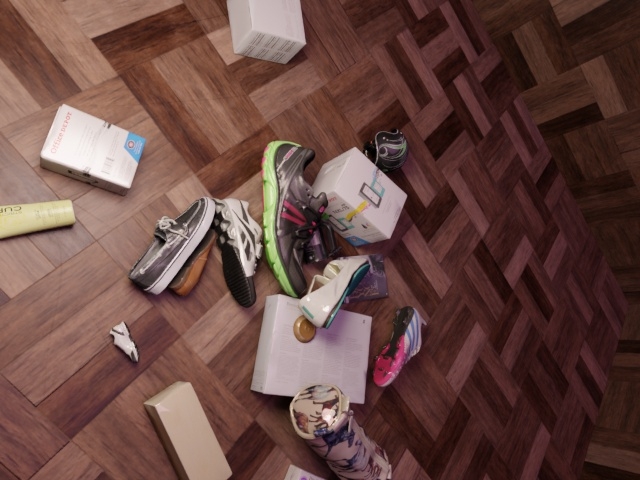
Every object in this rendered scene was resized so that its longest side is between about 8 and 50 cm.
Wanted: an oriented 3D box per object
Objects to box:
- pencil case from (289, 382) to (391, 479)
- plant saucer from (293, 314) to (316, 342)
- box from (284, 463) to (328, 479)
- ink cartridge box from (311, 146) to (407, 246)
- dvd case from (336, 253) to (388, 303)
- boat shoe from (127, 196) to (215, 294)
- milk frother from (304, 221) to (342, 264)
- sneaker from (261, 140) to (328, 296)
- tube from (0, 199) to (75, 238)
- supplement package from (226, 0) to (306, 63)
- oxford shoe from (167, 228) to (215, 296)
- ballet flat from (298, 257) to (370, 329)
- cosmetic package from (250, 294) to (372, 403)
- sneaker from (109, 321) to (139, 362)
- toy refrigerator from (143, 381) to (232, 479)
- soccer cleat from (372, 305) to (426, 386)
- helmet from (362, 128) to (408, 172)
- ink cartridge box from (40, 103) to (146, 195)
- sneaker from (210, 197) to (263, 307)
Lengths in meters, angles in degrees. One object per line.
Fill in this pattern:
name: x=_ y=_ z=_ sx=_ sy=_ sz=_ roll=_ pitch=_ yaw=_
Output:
pencil case: x=0.074 y=0.598 z=1.258 sx=0.411 sy=0.183 sz=0.160 roll=59 pitch=41 yaw=-32
plant saucer: x=-0.043 y=0.267 z=1.279 sx=0.083 sy=0.015 sz=0.084 roll=9 pitch=75 yaw=-34
box: x=0.030 y=0.785 z=1.311 sx=0.324 sy=0.063 sz=0.067 roll=38 pitch=62 yaw=-24
ink cartridge box: x=0.120 y=-0.144 z=1.481 sx=0.270 sy=0.198 sz=0.197 roll=38 pitch=62 yaw=-23
dvd case: x=0.157 y=0.137 z=1.562 sx=0.221 sy=0.018 sz=0.165 roll=-3 pitch=83 yaw=-36
boat shoe: x=-0.400 y=-0.010 z=1.137 sx=0.105 sy=0.113 sz=0.307 roll=46 pitch=67 yaw=-36
milk frother: x=0.000 y=0.000 z=1.442 sx=0.143 sy=0.129 sz=0.135 roll=-10 pitch=86 yaw=-79
sneaker: x=-0.073 y=-0.067 z=1.287 sx=0.201 sy=0.185 sz=0.484 roll=-3 pitch=89 yaw=-5
tube: x=-0.699 y=-0.045 z=0.966 sx=0.239 sy=0.062 sz=0.070 roll=-13 pitch=48 yaw=-32
supplement package: x=-0.181 y=-0.730 z=1.414 sx=0.202 sy=0.149 sz=0.195 roll=-4 pitch=83 yaw=-36
oxford shoe: x=-0.354 y=0.060 z=1.195 sx=0.213 sy=0.075 sz=0.076 roll=-64 pitch=146 yaw=-29
ballet flat: x=0.049 y=0.134 z=1.366 sx=0.139 sy=0.139 sz=0.400 roll=62 pitch=32 yaw=-9
cosmetic package: x=-0.014 y=0.350 z=1.347 sx=0.376 sy=0.097 sz=0.285 roll=19 pitch=71 yaw=-31
sneaker: x=-0.492 y=0.261 z=1.067 sx=0.043 sy=0.040 sz=0.109 roll=-25 pitch=92 yaw=-20
toy refrigerator: x=-0.341 y=0.510 z=1.087 sx=0.102 sy=0.094 sz=0.270 roll=-28 pitch=98 yaw=-43
soccer cleat: x=0.306 y=0.401 z=1.553 sx=0.143 sy=0.116 sz=0.332 roll=42 pitch=59 yaw=-21
helmet: x=0.263 y=-0.349 z=1.648 sx=0.161 sy=0.169 sz=0.170 roll=-6 pitch=84 yaw=-20
ink cartridge box: x=-0.572 y=-0.224 z=1.072 sx=0.203 sy=0.085 sz=0.149 roll=21 pitch=69 yaw=-30
sneaker: x=-0.217 y=0.027 z=1.251 sx=0.146 sy=0.122 sz=0.331 roll=-10 pitch=82 yaw=-41
